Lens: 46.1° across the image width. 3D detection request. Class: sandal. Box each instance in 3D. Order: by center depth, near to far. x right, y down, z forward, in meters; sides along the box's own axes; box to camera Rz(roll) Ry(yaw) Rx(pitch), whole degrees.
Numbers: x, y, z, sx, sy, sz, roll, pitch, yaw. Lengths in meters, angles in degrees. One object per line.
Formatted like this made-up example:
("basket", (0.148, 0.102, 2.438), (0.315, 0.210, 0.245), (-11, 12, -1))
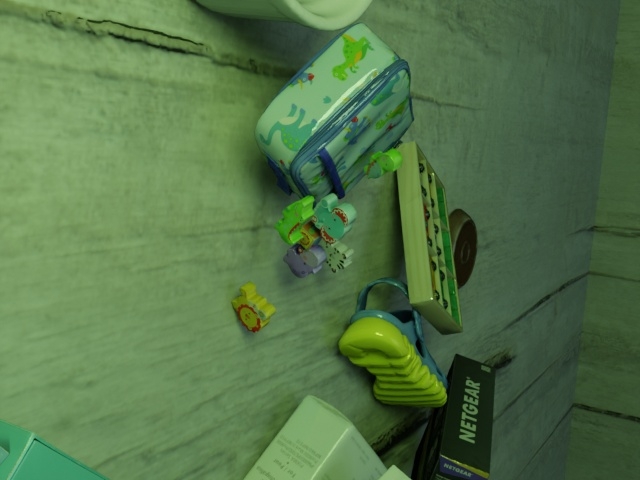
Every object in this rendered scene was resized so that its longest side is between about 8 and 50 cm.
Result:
("sandal", (0.128, 0.166, 1.177), (0.317, 0.126, 0.138), (62, 32, -52))

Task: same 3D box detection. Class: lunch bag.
("lunch bag", (0.018, -0.124, 0.833), (0.176, 0.090, 0.219), (-43, 168, -3))

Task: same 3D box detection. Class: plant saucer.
("plant saucer", (0.271, 0.023, 1.468), (0.168, 0.029, 0.168), (-21, 116, -55))

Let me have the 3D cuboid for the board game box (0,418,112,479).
("board game box", (-0.232, 0.330, 0.639), (0.254, 0.079, 0.336), (-64, 146, -26))

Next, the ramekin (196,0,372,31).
("ramekin", (-0.045, -0.345, 0.722), (0.277, 0.135, 0.277), (-25, 119, -56))

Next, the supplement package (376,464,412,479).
("supplement package", (0.083, 0.453, 0.898), (0.199, 0.198, 0.262), (-36, 149, -32))

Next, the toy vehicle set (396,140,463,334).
("toy vehicle set", (0.171, -0.001, 1.186), (0.166, 0.035, 0.267), (41, 40, -56))

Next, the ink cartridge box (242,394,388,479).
("ink cartridge box", (-0.051, 0.439, 1.012), (0.385, 0.091, 0.308), (-49, 141, -17))

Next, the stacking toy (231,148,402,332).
("stacking toy", (0.000, 0.000, 0.847), (0.167, 0.052, 0.221), (-35, 165, -41))

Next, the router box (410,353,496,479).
("router box", (0.212, 0.371, 1.259), (0.309, 0.081, 0.243), (-56, 164, -64))
